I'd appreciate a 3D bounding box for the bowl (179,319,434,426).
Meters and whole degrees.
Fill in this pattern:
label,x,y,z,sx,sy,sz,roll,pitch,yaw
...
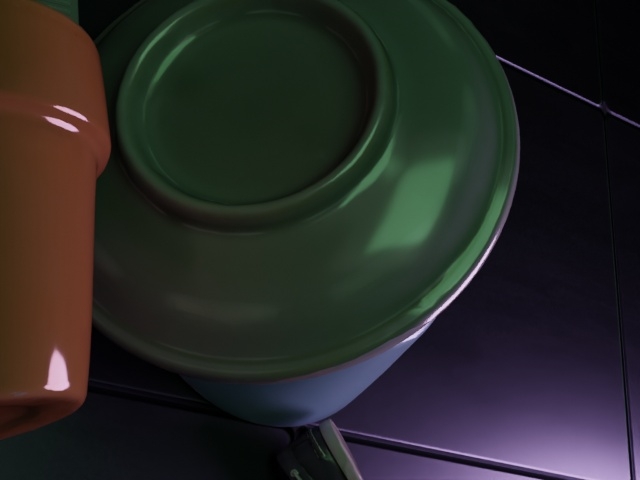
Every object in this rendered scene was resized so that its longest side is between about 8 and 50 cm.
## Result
label,x,y,z,sx,sy,sz,roll,pitch,yaw
bowl,0.000,0.000,1.079,0.311,0.163,0.311,17,63,-36

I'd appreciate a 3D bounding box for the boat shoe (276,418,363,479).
label,x,y,z,sx,sy,sz,roll,pitch,yaw
boat shoe,0.026,0.263,1.086,0.065,0.075,0.206,-26,99,-1

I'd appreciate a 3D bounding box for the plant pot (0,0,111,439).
label,x,y,z,sx,sy,sz,roll,pitch,yaw
plant pot,-0.248,0.014,0.663,0.291,0.291,0.203,-3,74,-41

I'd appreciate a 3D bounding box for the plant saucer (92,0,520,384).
label,x,y,z,sx,sy,sz,roll,pitch,yaw
plant saucer,-0.046,-0.090,0.940,0.100,0.400,0.400,72,23,-61

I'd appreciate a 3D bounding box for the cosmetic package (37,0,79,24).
label,x,y,z,sx,sy,sz,roll,pitch,yaw
cosmetic package,-0.251,-0.094,0.922,0.107,0.127,0.238,10,66,-35
